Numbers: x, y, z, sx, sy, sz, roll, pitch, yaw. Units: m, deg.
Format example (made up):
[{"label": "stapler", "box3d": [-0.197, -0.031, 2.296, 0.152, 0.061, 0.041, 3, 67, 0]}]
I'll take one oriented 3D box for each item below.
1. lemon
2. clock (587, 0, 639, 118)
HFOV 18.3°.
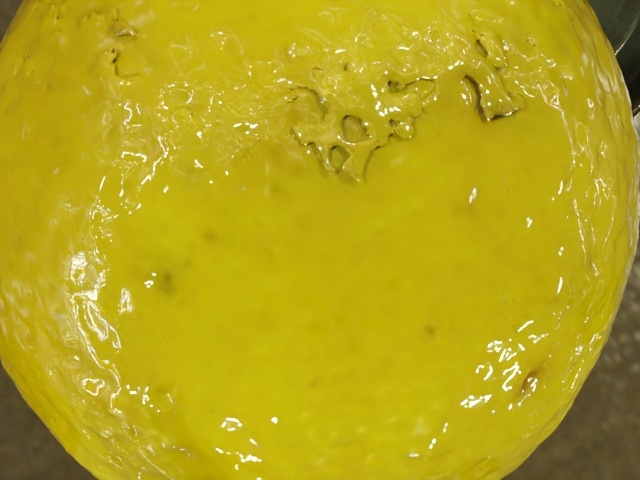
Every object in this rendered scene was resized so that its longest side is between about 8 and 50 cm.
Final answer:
[{"label": "lemon", "box3d": [-0.007, -0.010, 1.036, 0.350, 0.350, 0.387, -11, 118, -17]}, {"label": "clock", "box3d": [0.121, -0.189, 1.347, 0.313, 0.061, 0.312, -8, 119, -15]}]
